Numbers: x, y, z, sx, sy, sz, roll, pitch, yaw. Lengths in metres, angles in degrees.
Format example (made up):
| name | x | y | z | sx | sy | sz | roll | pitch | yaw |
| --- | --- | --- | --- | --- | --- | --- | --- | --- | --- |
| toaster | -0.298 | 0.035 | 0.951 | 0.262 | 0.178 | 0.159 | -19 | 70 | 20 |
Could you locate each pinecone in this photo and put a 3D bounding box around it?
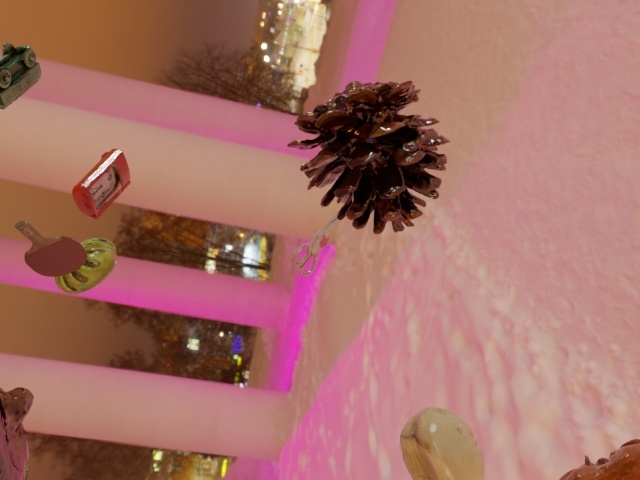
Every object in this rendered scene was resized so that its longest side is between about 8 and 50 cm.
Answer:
| name | x | y | z | sx | sy | sz | roll | pitch | yaw |
| --- | --- | --- | --- | --- | --- | --- | --- | --- | --- |
| pinecone | 0.092 | -0.133 | 0.783 | 0.264 | 0.263 | 0.265 | -169 | 90 | -80 |

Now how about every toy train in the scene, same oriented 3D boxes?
| name | x | y | z | sx | sy | sz | roll | pitch | yaw |
| --- | --- | --- | --- | --- | --- | --- | --- | --- | --- |
| toy train | -0.689 | -0.365 | 1.074 | 0.100 | 0.070 | 0.172 | 104 | -179 | -49 |

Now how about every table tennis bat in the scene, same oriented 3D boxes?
| name | x | y | z | sx | sy | sz | roll | pitch | yaw |
| --- | --- | --- | --- | --- | --- | --- | --- | --- | --- |
| table tennis bat | -0.446 | 0.014 | 0.795 | 0.013 | 0.086 | 0.157 | 58 | 168 | 27 |

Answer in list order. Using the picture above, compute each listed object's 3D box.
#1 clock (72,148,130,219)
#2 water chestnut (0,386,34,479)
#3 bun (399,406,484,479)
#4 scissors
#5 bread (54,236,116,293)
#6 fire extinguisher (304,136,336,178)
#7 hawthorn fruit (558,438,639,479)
| name | x | y | z | sx | sy | sz | roll | pitch | yaw |
| --- | --- | --- | --- | --- | --- | --- | --- | --- | --- |
| clock | -0.544 | -0.142 | 1.202 | 0.113 | 0.061 | 0.155 | 102 | -171 | -50 |
| water chestnut | -0.352 | 0.180 | 0.361 | 0.223 | 0.237 | 0.224 | 34 | 128 | 58 |
| bun | 0.272 | 0.467 | 1.057 | 0.229 | 0.145 | 0.230 | 46 | 150 | 37 |
| scissors | 0.000 | 0.000 | 1.538 | 0.242 | 0.030 | 0.118 | -52 | -38 | -18 |
| bread | -0.467 | 0.046 | 0.969 | 0.129 | 0.071 | 0.139 | -31 | 30 | 15 |
| fire extinguisher | 0.034 | -0.200 | 1.050 | 0.049 | 0.173 | 0.035 | 56 | 179 | 19 |
| hawthorn fruit | 0.372 | 0.344 | 0.528 | 0.197 | 0.196 | 0.226 | 114 | 144 | -51 |
